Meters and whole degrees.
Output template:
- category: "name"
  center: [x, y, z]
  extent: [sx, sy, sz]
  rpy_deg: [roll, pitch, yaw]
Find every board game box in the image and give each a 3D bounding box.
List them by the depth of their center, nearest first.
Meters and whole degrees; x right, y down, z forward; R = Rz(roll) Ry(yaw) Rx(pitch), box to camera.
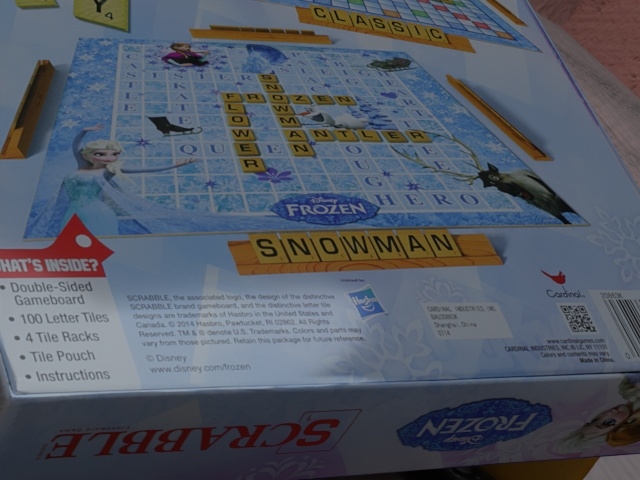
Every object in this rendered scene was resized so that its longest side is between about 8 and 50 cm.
- category: "board game box"
  center: [-0.025, -0.052, 0.650]
  extent: [0.318, 0.066, 0.318]
  rpy_deg: [2, 49, -33]

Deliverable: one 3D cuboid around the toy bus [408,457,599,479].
- category: "toy bus"
  center: [0.000, 0.000, 0.786]
  extent: [0.332, 0.108, 0.130]
  rpy_deg: [35, 14, 1]
